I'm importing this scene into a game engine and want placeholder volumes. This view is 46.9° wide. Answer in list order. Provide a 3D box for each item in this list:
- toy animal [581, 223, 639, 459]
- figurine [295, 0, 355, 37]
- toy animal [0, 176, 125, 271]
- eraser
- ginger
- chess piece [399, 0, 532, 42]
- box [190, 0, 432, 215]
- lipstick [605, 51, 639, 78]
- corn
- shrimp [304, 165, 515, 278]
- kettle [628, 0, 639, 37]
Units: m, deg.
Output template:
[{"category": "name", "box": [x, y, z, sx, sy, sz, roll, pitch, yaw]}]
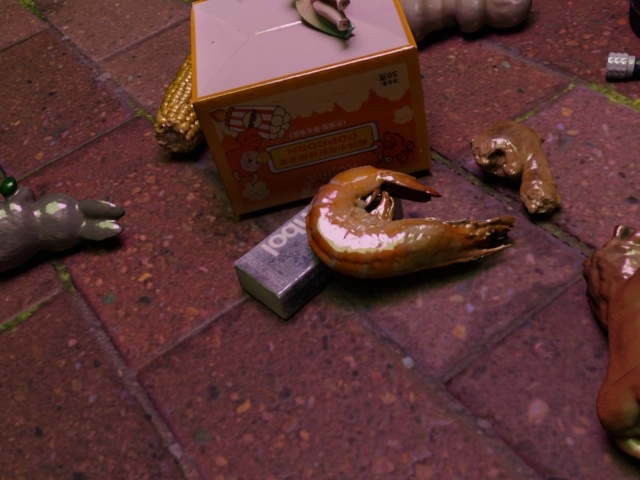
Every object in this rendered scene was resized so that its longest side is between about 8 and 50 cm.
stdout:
[{"category": "toy animal", "box": [0.311, 0.095, 0.692, 0.097, 0.157, 0.312, 28, 54, -16]}, {"category": "figurine", "box": [0.006, -0.311, 0.917, 0.083, 0.083, 0.187, -22, 39, -6]}, {"category": "toy animal", "box": [-0.394, -0.017, 1.034, 0.236, 0.138, 0.108, 4, 2, -11]}, {"category": "eraser", "box": [0.000, 0.000, 0.920, 0.212, 0.046, 0.092, -40, 49, -23]}, {"category": "ginger", "box": [0.243, -0.099, 0.933, 0.096, 0.067, 0.165, 4, 43, -10]}, {"category": "chess piece", "box": [0.221, -0.392, 1.203, 0.243, 0.133, 0.133, -2, 45, 8]}, {"category": "box", "box": [-0.016, -0.213, 1.022, 0.283, 0.214, 0.260, -14, 46, 4]}, {"category": "lipstick", "box": [0.465, -0.244, 1.041, 0.116, 0.037, 0.037, 9, 49, 19]}, {"category": "corn", "box": [-0.185, -0.259, 1.205, 0.101, 0.101, 0.310, 4, 52, 20]}, {"category": "shrimp", "box": [0.105, -0.020, 0.871, 0.248, 0.068, 0.150, 6, 65, -4]}, {"category": "kettle", "box": [0.530, -0.427, 0.994, 0.228, 0.324, 0.321, 25, 57, 35]}]
